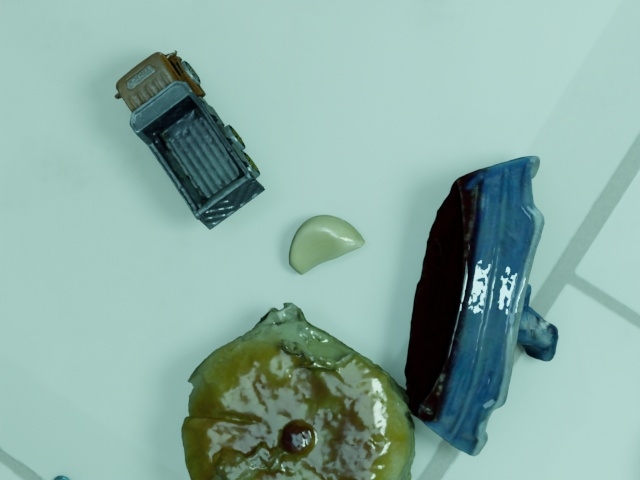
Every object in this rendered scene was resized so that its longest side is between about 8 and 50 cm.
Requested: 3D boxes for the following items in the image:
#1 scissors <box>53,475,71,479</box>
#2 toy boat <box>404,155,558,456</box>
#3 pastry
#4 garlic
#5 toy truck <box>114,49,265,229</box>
[{"bbox_3d":[-0.269,0.315,1.710,0.058,0.014,0.119,-37,76,9],"label":"scissors"},{"bbox_3d":[0.175,0.064,1.582,0.142,0.129,0.309,11,90,-24],"label":"toy boat"},{"bbox_3d":[-0.027,0.207,1.609,0.257,0.121,0.236,35,94,10],"label":"pastry"},{"bbox_3d":[0.000,0.001,1.661,0.083,0.041,0.053,-30,94,17],"label":"garlic"},{"bbox_3d":[-0.139,-0.109,1.669,0.083,0.092,0.192,-35,79,9],"label":"toy truck"}]
